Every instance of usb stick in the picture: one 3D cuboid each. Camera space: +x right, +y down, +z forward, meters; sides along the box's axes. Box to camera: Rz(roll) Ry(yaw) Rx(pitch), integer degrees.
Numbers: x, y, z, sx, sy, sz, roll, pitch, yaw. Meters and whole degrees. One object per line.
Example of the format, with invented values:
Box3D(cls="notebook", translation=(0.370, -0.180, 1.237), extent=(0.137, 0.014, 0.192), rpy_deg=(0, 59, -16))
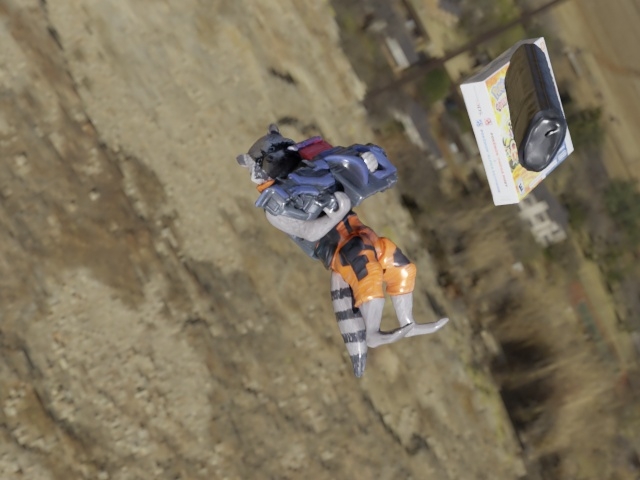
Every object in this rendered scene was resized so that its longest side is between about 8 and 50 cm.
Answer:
Box3D(cls="usb stick", translation=(0.247, -0.160, 1.493), extent=(0.045, 0.077, 0.278), rpy_deg=(16, 25, -4))

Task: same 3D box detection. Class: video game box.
Box3D(cls="video game box", translation=(0.290, -0.177, 1.863), extent=(0.205, 0.048, 0.187), rpy_deg=(-39, 114, -47))

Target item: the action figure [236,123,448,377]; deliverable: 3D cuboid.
Box3D(cls="action figure", translation=(0.000, 0.000, 1.619), extent=(0.330, 0.178, 0.341), rpy_deg=(55, 28, 12))
